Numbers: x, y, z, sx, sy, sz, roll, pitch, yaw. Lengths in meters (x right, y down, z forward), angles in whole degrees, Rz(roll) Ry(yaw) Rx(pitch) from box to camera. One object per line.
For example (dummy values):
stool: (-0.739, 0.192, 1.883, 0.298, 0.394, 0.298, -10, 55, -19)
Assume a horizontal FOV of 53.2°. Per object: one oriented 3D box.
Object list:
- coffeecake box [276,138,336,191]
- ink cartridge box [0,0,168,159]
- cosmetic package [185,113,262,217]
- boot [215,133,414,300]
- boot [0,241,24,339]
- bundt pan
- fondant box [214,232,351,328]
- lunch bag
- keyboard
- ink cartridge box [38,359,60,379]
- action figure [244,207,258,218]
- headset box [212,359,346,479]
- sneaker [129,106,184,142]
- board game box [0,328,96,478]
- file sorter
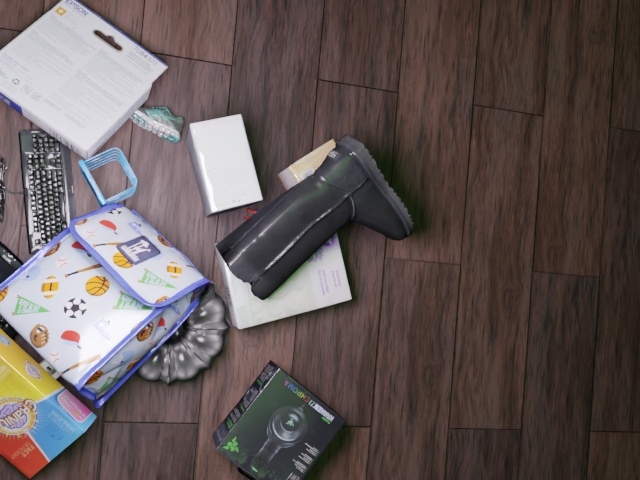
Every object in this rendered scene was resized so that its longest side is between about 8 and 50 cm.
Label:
coffeecake box: (-0.030, -0.199, 1.747, 0.142, 0.185, 0.068, -34, 97, -13)
ink cartridge box: (-0.616, -0.417, 1.617, 0.324, 0.071, 0.330, 36, 62, -2)
cosmetic package: (-0.255, -0.189, 1.666, 0.138, 0.224, 0.224, -16, 93, -14)
boot: (-0.001, -0.001, 1.662, 0.445, 0.146, 0.367, -44, 124, -8)
boot: (-0.813, 0.132, 1.578, 0.207, 0.094, 0.246, -44, 105, -16)
bundt pan: (-0.393, 0.224, 1.675, 0.331, 0.124, 0.330, 1, 88, -15)
fondant box: (-0.102, 0.085, 1.762, 0.330, 0.096, 0.238, -13, 92, -19)
lunch bag: (-0.502, 0.127, 1.496, 0.328, 0.239, 0.385, 41, 68, 13)
keyboard: (-0.741, -0.124, 1.637, 0.202, 0.033, 0.317, -5, 89, -15)
ink cartridge box: (-0.655, 0.300, 1.615, 0.135, 0.099, 0.056, -42, 100, -11)
action figure: (-0.155, -0.062, 1.792, 0.115, 0.030, 0.038, 16, 90, -19)
headset box: (-0.121, 0.518, 1.736, 0.246, 0.131, 0.283, 41, 80, -10)
sneaker: (-0.442, -0.331, 1.714, 0.166, 0.065, 0.076, 30, 65, -16)
board game box: (-0.741, 0.400, 1.549, 0.242, 0.064, 0.316, -41, 100, 21)
file sorter: (-0.534, -0.156, 1.622, 0.104, 0.170, 0.118, -29, 96, -17)
